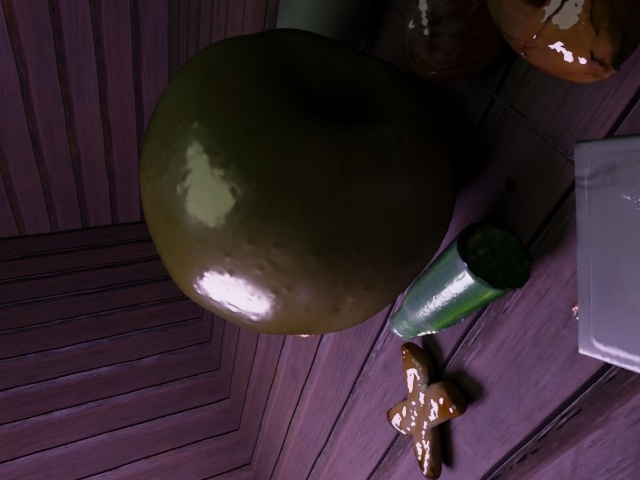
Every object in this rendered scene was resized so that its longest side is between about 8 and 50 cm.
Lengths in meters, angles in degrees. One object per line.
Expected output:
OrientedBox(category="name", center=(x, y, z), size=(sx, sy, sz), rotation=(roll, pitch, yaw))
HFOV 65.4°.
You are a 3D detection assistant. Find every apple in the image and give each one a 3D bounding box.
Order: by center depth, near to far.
OrientedBox(category="apple", center=(-0.038, -0.068, 0.760), size=(0.473, 0.473, 0.473), rotation=(32, 126, 58))

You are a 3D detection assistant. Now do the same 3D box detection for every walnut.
OrientedBox(category="walnut", center=(0.241, -0.263, 0.504), size=(0.137, 0.137, 0.245), rotation=(128, 138, -57))

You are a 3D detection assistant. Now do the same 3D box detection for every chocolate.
OrientedBox(category="chocolate", center=(0.188, 0.083, 0.764), size=(0.291, 0.110, 0.110), rotation=(121, 134, -57))

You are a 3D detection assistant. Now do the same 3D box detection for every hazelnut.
OrientedBox(category="hazelnut", center=(0.166, -0.280, 0.630), size=(0.143, 0.143, 0.154), rotation=(-126, 23, -44))

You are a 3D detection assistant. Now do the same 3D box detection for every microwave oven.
OrientedBox(category="microwave oven", center=(0.320, 0.007, 0.423), size=(0.163, 0.129, 0.205), rotation=(-164, 68, -65))

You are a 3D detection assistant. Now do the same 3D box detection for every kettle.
OrientedBox(category="kettle", center=(0.011, -0.429, 0.916), size=(0.255, 0.165, 0.240), rotation=(110, 172, -52))

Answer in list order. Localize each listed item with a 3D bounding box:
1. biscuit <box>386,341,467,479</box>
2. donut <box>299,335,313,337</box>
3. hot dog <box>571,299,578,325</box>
OrientedBox(category="biscuit", center=(0.185, 0.305, 0.897), size=(0.164, 0.047, 0.208), rotation=(48, 140, 47))
OrientedBox(category="donut", center=(-0.040, 0.053, 1.098), size=(0.303, 0.110, 0.303), rotation=(4, 98, 32))
OrientedBox(category="hot dog", center=(0.321, 0.070, 0.567), size=(0.037, 0.021, 0.083), rotation=(55, 145, 25))
